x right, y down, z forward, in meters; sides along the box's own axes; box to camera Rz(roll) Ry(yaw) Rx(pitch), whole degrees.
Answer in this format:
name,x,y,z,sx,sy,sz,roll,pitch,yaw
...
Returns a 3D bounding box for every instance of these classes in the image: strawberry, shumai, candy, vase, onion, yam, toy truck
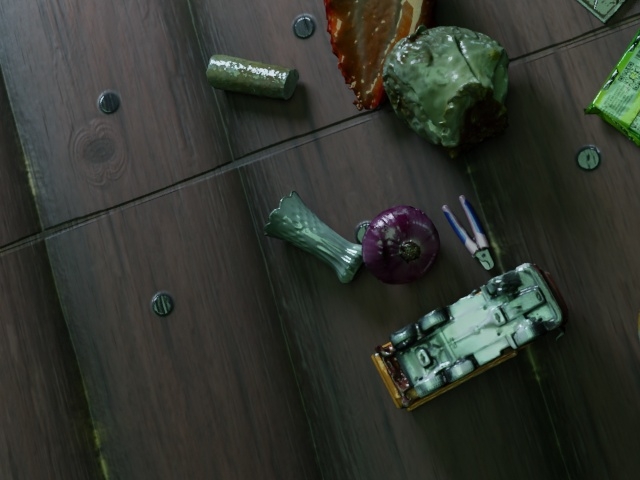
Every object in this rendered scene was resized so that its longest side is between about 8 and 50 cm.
name,x,y,z,sx,sy,sz,roll,pitch,yaw
strawberry,0.095,-0.311,1.818,0.174,0.098,0.228,-9,102,0
shumai,0.175,-0.203,1.733,0.184,0.142,0.184,-2,113,-6
candy,0.450,-0.224,1.733,0.102,0.032,0.178,33,92,13
vase,0.000,0.000,1.813,0.149,0.081,0.081,34,93,13
onion,0.110,0.005,1.771,0.115,0.104,0.115,-6,112,-15
yam,-0.102,-0.244,1.883,0.132,0.054,0.054,12,87,16
toy truck,0.203,0.134,1.713,0.270,0.135,0.114,-30,79,15

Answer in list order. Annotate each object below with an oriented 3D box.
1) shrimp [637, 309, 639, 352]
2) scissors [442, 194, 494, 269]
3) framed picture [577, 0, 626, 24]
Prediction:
name,x,y,z,sx,sy,sz,roll,pitch,yaw
shrimp,0.528,0.096,1.666,0.287,0.068,0.185,-35,79,-1
scissors,0.214,-0.008,1.783,0.039,0.012,0.113,-30,77,11
framed picture,0.413,-0.395,1.775,0.149,0.011,0.109,-47,73,6
